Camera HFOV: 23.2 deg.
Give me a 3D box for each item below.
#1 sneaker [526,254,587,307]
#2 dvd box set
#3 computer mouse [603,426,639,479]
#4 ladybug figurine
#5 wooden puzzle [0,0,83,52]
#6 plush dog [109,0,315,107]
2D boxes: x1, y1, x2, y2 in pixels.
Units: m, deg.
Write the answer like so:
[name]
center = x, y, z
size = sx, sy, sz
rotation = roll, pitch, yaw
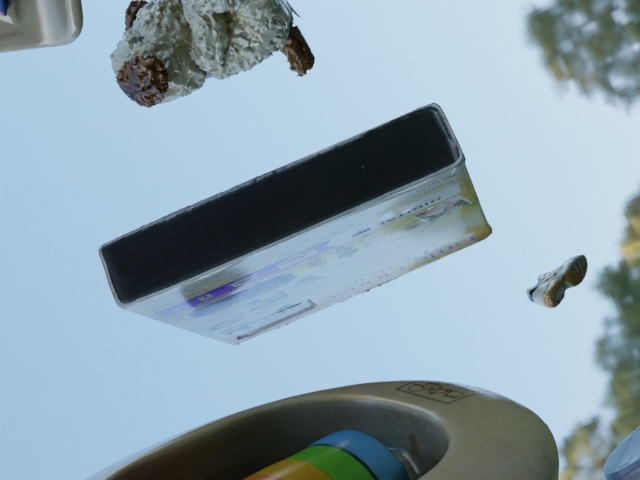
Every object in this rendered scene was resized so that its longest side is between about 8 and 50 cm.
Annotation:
[sneaker]
center = 0.244, 0.038, 1.618
size = 0.083, 0.037, 0.032
rotation = -37, -58, -36
[dvd box set]
center = 0.000, 0.000, 1.444
size = 0.420, 0.307, 0.062
rotation = 37, -149, -77
[computer mouse]
center = 0.482, 0.276, 2.062
size = 0.072, 0.272, 0.188
rotation = 44, -128, -4
[ladybug figurine]
center = -0.013, 0.222, 1.058
size = 0.449, 0.305, 0.162
rotation = -19, -71, -38
[wooden puzzle]
center = -0.375, -0.283, 1.195
size = 0.080, 0.348, 0.322
rotation = -103, 7, -69
[plush dog]
center = -0.151, -0.249, 1.900
size = 0.210, 0.225, 0.262
rotation = 59, -170, -23
